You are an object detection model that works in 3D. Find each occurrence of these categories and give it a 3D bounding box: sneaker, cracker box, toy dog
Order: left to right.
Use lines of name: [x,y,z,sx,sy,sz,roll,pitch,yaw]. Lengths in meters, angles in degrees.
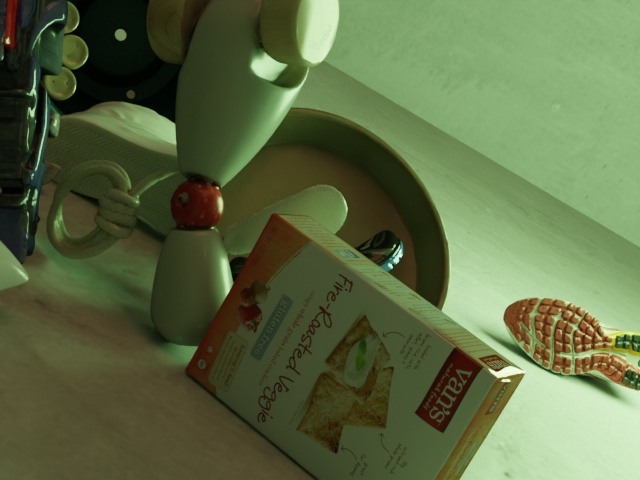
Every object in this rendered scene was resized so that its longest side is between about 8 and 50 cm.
sneaker: [-0.135,-0.064,1.576,0.292,0.108,0.169,28,17,0]
toy dog: [-0.071,-0.084,1.320,0.220,0.334,0.161,33,12,28]
sneaker: [-0.001,0.019,1.388,0.188,0.067,0.078,-17,81,-32]
cracker box: [0.023,0.104,1.195,0.232,0.156,0.067,35,15,24]
sneaker: [0.320,0.132,1.892,0.225,0.088,0.093,24,-6,-23]

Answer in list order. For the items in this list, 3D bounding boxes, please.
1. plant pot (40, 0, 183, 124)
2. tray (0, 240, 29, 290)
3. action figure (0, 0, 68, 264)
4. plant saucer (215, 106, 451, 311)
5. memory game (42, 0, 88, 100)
plant pot: [-0.224,-0.244,1.763,0.271,0.272,0.255,26,0,-16]
tray: [-0.346,-0.051,1.127,0.270,0.030,0.145,43,33,19]
action figure: [-0.305,-0.141,1.313,0.178,0.341,0.330,3,-13,1]
plant saucer: [0.000,0.000,1.467,0.278,0.041,0.278,14,59,-24]
memory game: [-0.334,-0.207,1.576,0.186,0.186,0.012,24,-16,-23]
